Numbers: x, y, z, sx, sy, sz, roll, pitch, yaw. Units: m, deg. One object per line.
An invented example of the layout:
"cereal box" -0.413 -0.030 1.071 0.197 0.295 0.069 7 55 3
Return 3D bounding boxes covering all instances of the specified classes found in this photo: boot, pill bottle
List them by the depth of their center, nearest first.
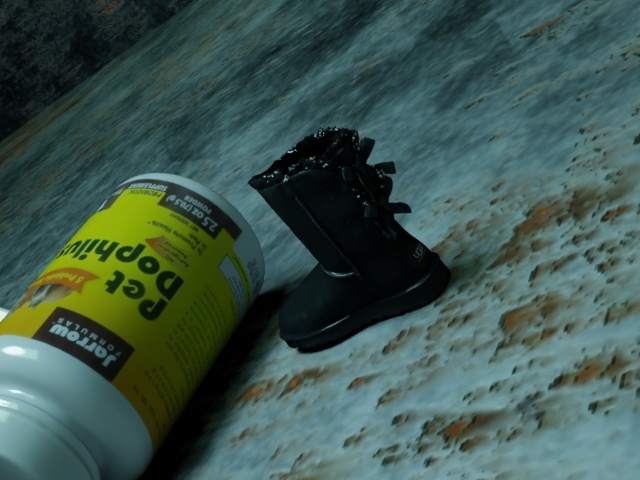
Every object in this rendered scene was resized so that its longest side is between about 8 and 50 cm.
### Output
"boot" 0.000 0.000 0.555 0.121 0.099 0.045 -24 24 39
"pill bottle" -0.126 0.064 0.624 0.117 0.117 0.215 -22 27 42

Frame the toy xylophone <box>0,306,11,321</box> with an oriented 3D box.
"toy xylophone" -0.314 0.074 0.625 0.322 0.236 0.081 7 -85 -77
